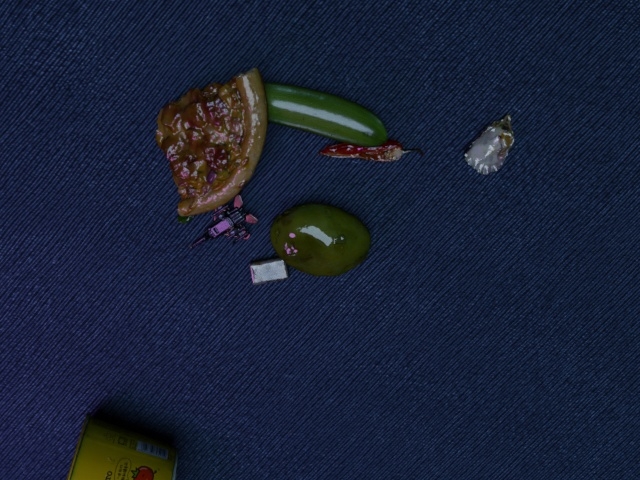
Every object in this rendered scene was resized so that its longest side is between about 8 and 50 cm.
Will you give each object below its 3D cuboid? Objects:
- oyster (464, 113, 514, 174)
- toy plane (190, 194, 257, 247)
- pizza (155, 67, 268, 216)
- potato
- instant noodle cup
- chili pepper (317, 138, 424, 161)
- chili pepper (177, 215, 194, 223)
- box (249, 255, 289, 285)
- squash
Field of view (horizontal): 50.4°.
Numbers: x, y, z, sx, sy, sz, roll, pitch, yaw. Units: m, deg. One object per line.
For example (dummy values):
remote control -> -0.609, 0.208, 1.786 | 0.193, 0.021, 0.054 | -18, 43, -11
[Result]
oyster -> 0.422, -0.236, 1.702 | 0.121, 0.045, 0.146 | -6, 109, -4
toy plane -> -0.256, -0.031, 1.717 | 0.189, 0.061, 0.130 | -35, 101, 5
pizza -> -0.263, -0.243, 1.612 | 0.277, 0.114, 0.409 | 40, 111, 6
potato -> 0.000, 0.000, 1.688 | 0.253, 0.148, 0.186 | 4, 99, -2
instant noodle cup -> -0.519, 0.625, 1.736 | 0.254, 0.325, 0.326 | 16, 101, -15
chili pepper -> 0.126, -0.226, 1.698 | 0.268, 0.059, 0.050 | 0, 60, 1
chili pepper -> -0.328, -0.080, 1.726 | 0.030, 0.034, 0.091 | 40, 101, 25
box -> -0.132, 0.077, 1.752 | 0.098, 0.045, 0.062 | -12, 101, 2
squash -> -0.025, -0.311, 1.642 | 0.395, 0.107, 0.107 | 14, 101, 0
